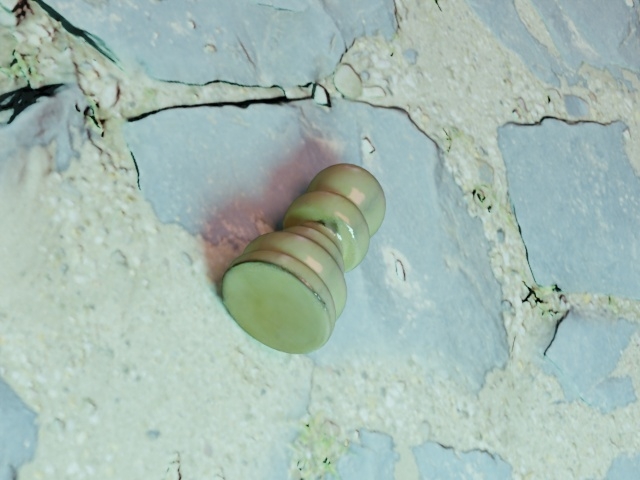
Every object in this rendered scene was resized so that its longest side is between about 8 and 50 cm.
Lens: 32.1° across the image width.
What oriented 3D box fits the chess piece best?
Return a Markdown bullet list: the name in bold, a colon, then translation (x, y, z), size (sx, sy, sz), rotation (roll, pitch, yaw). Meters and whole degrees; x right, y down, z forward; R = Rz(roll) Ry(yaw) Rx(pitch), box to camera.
- **chess piece**: translation (0.000, 0.000, 0.888), size (0.094, 0.094, 0.170), rotation (47, 47, -15)
